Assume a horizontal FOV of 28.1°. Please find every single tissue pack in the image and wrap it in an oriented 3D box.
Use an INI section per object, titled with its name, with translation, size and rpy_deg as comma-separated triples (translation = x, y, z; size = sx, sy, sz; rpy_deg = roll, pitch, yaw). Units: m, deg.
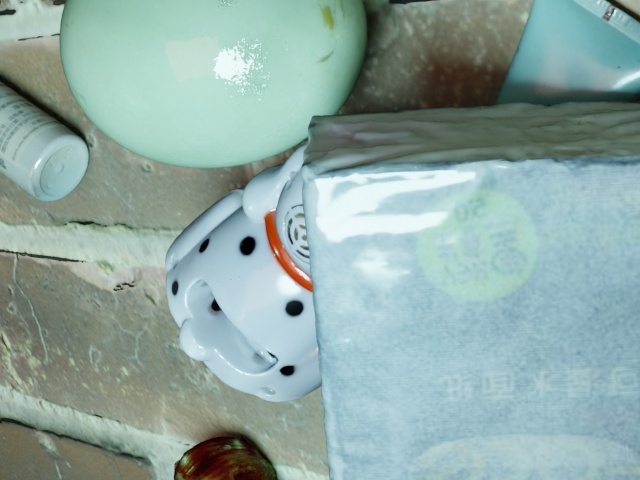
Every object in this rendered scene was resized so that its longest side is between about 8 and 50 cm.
[tissue pack]
translation = 0.144, 0.102, 0.894
size = 0.288, 0.124, 0.394
rpy_deg = -1, 117, 7

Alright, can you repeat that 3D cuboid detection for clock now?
[clock]
translation = 0.000, 0.000, 1.022
size = 0.189, 0.189, 0.254
rpy_deg = 53, 139, 8

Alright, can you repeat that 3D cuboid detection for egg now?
[egg]
translation = -0.087, -0.157, 0.996
size = 0.283, 0.203, 0.203
rpy_deg = 3, 114, 48

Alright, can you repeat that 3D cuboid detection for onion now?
[onion]
translation = -0.097, 0.264, 1.317
size = 0.119, 0.118, 0.117
rpy_deg = -12, 126, 47

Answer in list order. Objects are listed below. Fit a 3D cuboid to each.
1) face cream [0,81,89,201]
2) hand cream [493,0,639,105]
[face cream]
translation = -0.364, -0.138, 1.378
size = 0.269, 0.082, 0.082
rpy_deg = 34, 133, 28
[hand cream]
translation = 0.148, -0.045, 0.950
size = 0.111, 0.070, 0.312
rpy_deg = 42, 128, 22
